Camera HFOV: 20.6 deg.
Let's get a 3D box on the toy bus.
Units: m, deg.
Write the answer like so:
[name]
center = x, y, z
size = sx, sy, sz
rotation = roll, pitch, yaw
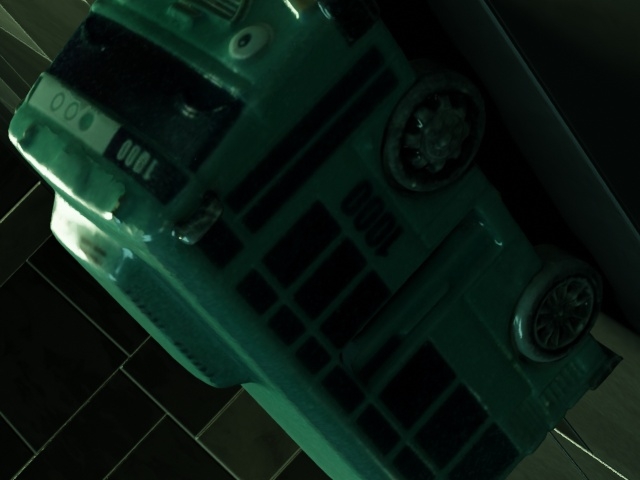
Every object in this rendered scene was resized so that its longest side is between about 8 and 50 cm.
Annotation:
[toy bus]
center = 0.000, 0.000, 0.695
size = 0.128, 0.147, 0.256
rotation = 33, 168, 46
